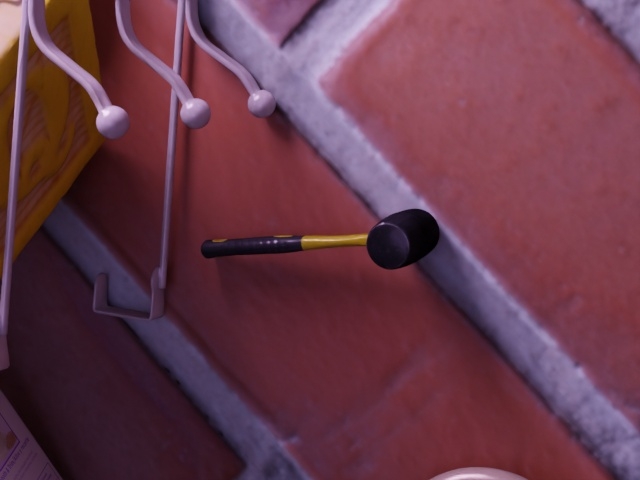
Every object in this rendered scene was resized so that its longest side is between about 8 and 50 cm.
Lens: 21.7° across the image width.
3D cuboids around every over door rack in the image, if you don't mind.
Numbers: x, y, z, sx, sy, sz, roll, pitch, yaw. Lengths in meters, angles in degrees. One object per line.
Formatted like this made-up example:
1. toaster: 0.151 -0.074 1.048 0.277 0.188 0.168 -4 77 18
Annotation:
1. over door rack: -0.136 -0.062 1.186 0.108 0.239 0.324 22 105 20

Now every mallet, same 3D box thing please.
1. mallet: 0.000 0.000 1.260 0.190 0.062 0.039 -2 100 35

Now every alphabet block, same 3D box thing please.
1. alphabet block: -0.290 -0.107 1.205 0.197 0.193 0.192 21 147 17

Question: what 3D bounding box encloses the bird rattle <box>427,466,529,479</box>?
1. bird rattle: 0.130 0.261 1.212 0.253 0.143 0.207 -40 69 18

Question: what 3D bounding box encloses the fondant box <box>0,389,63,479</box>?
1. fondant box: -0.367 0.174 1.338 0.238 0.096 0.330 -25 108 21
